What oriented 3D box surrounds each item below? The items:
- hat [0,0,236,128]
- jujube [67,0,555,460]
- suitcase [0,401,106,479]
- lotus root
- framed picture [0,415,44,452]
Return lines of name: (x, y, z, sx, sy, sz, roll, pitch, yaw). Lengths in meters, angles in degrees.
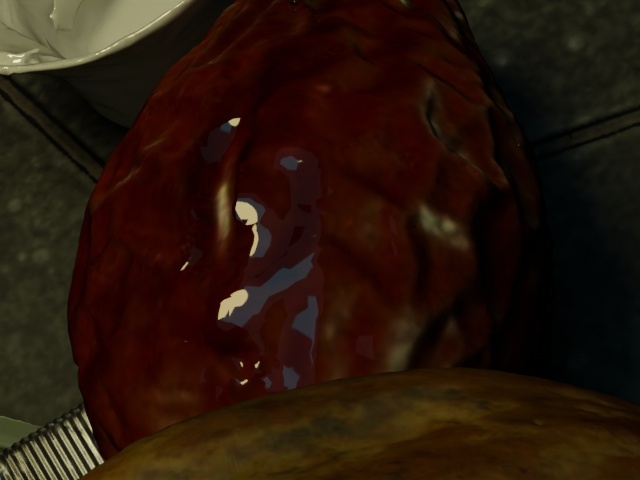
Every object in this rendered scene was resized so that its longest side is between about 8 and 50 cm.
hat: (-0.087, -0.131, 0.930, 0.203, 0.126, 0.203, -9, 57, 14)
jujube: (0.000, 0.000, 0.778, 0.197, 0.197, 0.290, -8, 42, 16)
suitcase: (-0.088, 0.125, 0.802, 0.086, 0.059, 0.126, -31, 64, -8)
lotus root: (0.020, 0.138, 0.585, 0.291, 0.193, 0.193, -3, 53, -17)
framed picture: (-0.253, 0.158, 0.877, 0.273, 0.016, 0.216, 12, 64, 26)
